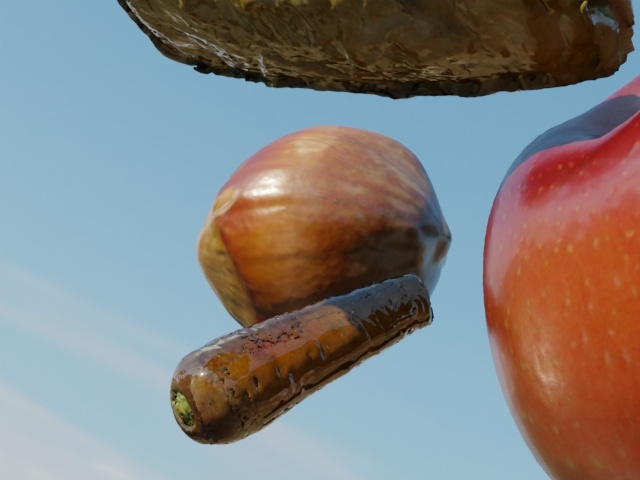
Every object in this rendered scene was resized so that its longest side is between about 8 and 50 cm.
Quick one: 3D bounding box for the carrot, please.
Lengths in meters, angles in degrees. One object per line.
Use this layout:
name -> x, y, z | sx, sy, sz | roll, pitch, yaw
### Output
carrot -> -0.009, 0.059, 0.840 | 0.055, 0.161, 0.055 | 35, -42, 38

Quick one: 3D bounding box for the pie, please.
pie -> 0.006, -0.115, 0.727 | 0.282, 0.068, 0.128 | 7, -27, 36

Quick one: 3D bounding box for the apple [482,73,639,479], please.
apple -> 0.198, 0.020, 0.695 | 0.216, 0.260, 0.260 | 59, -26, -4

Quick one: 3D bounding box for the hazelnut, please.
hazelnut -> 0.000, 0.000, 1.131 | 0.182, 0.182, 0.182 | 19, -19, 7
